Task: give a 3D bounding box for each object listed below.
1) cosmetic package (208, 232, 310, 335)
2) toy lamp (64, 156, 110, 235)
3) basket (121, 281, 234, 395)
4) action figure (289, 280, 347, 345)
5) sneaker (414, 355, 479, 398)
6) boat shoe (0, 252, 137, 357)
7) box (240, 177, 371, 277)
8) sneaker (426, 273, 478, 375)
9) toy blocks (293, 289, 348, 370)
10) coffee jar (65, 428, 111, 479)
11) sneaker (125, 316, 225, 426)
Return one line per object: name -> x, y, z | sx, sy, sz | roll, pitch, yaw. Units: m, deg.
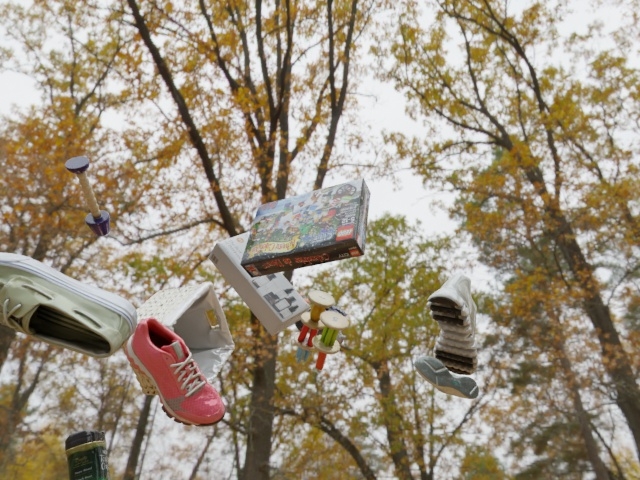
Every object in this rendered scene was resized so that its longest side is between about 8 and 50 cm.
cosmetic package -> -0.139, 0.093, 1.126 | 0.098, 0.239, 0.060 | -22, -26, -51
toy lamp -> -0.732, -0.131, 1.584 | 0.080, 0.080, 0.275 | 0, -49, 3
basket -> -0.545, 0.382, 1.908 | 0.266, 0.331, 0.329 | -8, -69, 19
action figure -> -0.037, 0.275, 1.791 | 0.179, 0.330, 0.341 | -54, -28, 0
sneaker -> 0.249, 0.289, 1.026 | 0.152, 0.054, 0.061 | 31, -32, -13
boat shoe -> -0.446, 0.100, 0.785 | 0.302, 0.094, 0.109 | 17, -71, -7
box -> -0.026, -0.023, 0.931 | 0.232, 0.159, 0.044 | -13, -47, 24
sneaker -> 0.329, 0.205, 1.176 | 0.110, 0.118, 0.292 | 11, -47, 31
toy blocks -> -0.007, 0.186, 0.918 | 0.054, 0.123, 0.148 | 7, -65, -25
coffee jar -> -0.529, 0.530, 1.141 | 0.079, 0.185, 0.096 | -17, -22, -7
sneaker -> -0.344, 0.308, 1.178 | 0.313, 0.116, 0.136 | 40, -51, 14
